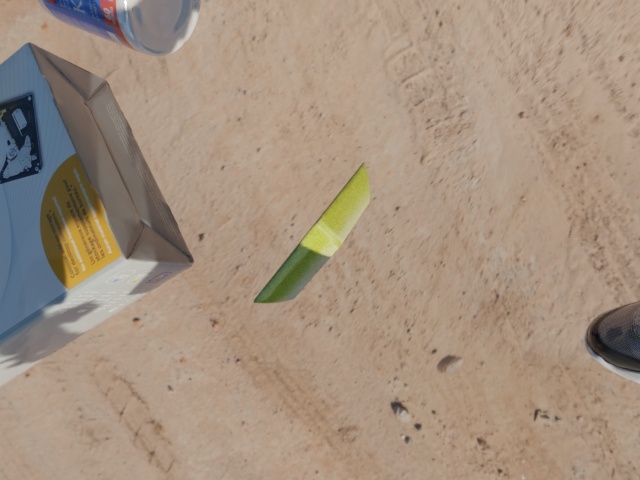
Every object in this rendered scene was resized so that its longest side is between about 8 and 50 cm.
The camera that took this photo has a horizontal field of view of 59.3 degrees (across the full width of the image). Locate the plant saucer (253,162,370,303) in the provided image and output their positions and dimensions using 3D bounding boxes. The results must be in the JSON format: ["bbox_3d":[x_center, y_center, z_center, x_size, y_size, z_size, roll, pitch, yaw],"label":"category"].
[{"bbox_3d":[0.000,0.000,0.805,0.045,0.188,0.188,39,128,-1],"label":"plant saucer"}]

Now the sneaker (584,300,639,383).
[{"bbox_3d":[0.325,0.049,0.476,0.153,0.101,0.268,38,152,-20],"label":"sneaker"}]

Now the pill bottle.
[{"bbox_3d":[-0.264,-0.309,0.672,0.221,0.124,0.124,25,108,22],"label":"pill bottle"}]

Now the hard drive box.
[{"bbox_3d":[-0.245,-0.003,0.440,0.232,0.089,0.181,-32,77,14],"label":"hard drive box"}]
